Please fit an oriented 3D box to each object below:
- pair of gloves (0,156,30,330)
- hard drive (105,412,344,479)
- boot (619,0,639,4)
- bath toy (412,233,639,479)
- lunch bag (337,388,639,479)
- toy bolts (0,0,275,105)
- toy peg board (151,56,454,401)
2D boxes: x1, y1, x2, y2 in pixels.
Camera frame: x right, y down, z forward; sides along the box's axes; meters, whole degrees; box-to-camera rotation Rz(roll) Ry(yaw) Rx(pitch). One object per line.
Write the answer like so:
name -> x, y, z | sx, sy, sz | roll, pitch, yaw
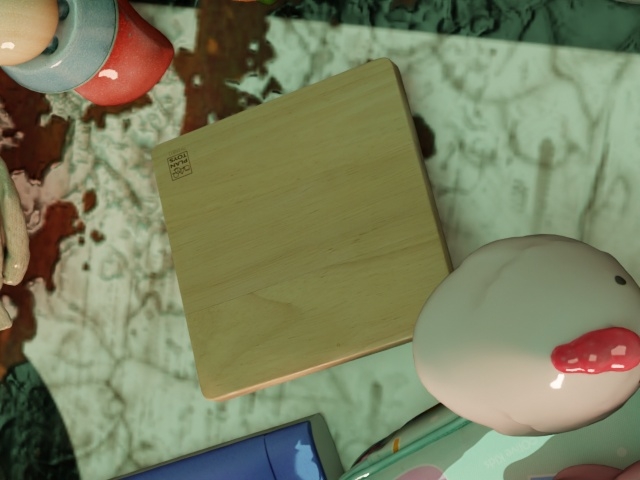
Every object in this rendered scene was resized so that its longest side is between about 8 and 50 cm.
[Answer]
pair of gloves -> -0.280, -0.035, 0.905 | 0.240, 0.042, 0.204 | -5, 99, 37
hard drive -> -0.111, 0.258, 0.903 | 0.318, 0.040, 0.210 | -20, 89, 18
boot -> 0.129, -0.214, 0.755 | 0.258, 0.095, 0.123 | 12, 60, -8
bath toy -> 0.154, 0.162, 0.652 | 0.151, 0.129, 0.348 | -20, 96, -19
lunch bag -> 0.158, 0.168, 0.774 | 0.279, 0.108, 0.224 | -31, 86, 18
toy bolts -> -0.123, -0.191, 0.800 | 0.228, 0.158, 0.218 | -40, 83, 17
toy peg board -> 0.000, 0.000, 0.835 | 0.161, 0.079, 0.161 | -19, 74, 18
